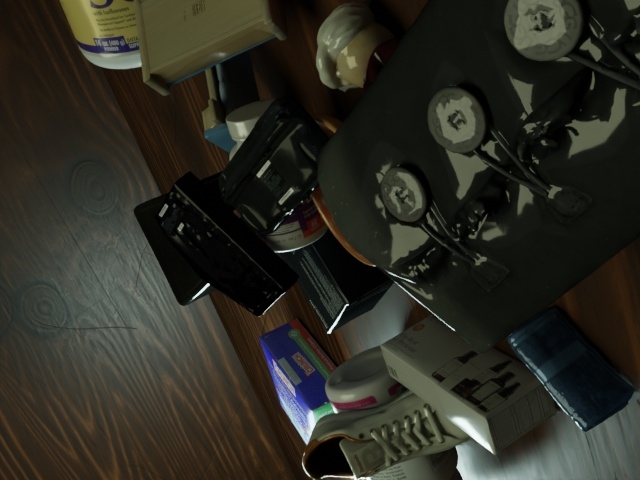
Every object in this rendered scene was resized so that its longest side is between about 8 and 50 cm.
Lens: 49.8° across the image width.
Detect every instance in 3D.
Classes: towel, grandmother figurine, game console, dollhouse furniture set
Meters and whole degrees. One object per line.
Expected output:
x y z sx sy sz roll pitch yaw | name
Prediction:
0.247 0.126 0.688 0.119 0.067 0.029 53 162 27 | towel
0.103 -0.120 0.691 0.342 0.104 0.208 55 154 30 | grandmother figurine
-0.086 -0.037 0.904 0.213 0.044 0.361 44 138 -2 | game console
-0.108 -0.310 1.046 0.303 0.198 0.287 30 -135 -62 | dollhouse furniture set

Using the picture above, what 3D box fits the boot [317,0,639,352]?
0.101 -0.169 0.406 0.367 0.146 0.445 56 152 16 | boot

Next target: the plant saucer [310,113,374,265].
0.037 -0.064 0.839 0.200 0.037 0.200 51 158 29 | plant saucer

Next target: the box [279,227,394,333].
0.000 0.000 1.137 0.261 0.103 0.184 58 159 14 | box

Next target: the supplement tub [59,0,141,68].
-0.332 -0.479 1.125 0.241 0.241 0.331 43 155 45 | supplement tub

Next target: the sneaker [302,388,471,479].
0.105 0.294 1.002 0.106 0.290 0.123 63 -157 -7 | sneaker

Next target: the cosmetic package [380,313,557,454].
0.182 0.175 0.898 0.239 0.098 0.061 26 138 61 | cosmetic package

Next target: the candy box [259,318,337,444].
-0.021 0.398 1.760 0.268 0.122 0.317 48 159 41 | candy box

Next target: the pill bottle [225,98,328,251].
-0.062 -0.091 0.955 0.108 0.108 0.194 34 147 56 | pill bottle

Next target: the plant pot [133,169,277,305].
-0.168 -0.024 1.138 0.167 0.188 0.188 -26 91 59 | plant pot

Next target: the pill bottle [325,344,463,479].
0.134 0.333 1.162 0.283 0.160 0.160 65 162 -10 | pill bottle
